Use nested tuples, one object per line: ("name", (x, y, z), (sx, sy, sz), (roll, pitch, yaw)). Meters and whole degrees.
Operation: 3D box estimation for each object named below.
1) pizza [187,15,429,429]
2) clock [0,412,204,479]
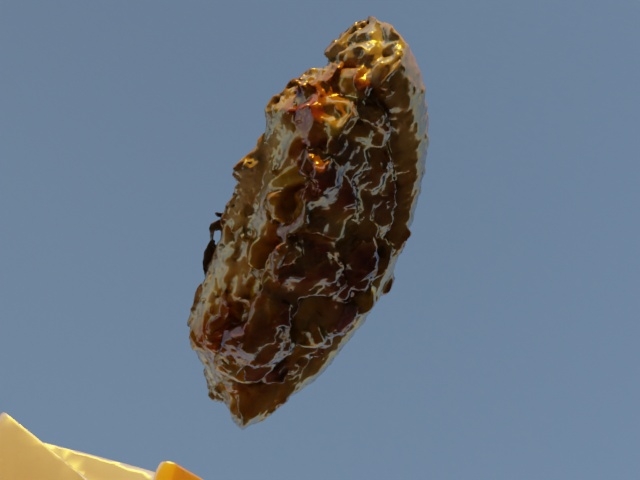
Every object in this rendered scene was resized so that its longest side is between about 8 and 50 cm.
("pizza", (0.001, 0.001, 0.896), (0.127, 0.058, 0.246), (15, -69, -41))
("clock", (-0.125, 0.195, 0.768), (0.309, 0.235, 0.166), (14, -118, 2))
